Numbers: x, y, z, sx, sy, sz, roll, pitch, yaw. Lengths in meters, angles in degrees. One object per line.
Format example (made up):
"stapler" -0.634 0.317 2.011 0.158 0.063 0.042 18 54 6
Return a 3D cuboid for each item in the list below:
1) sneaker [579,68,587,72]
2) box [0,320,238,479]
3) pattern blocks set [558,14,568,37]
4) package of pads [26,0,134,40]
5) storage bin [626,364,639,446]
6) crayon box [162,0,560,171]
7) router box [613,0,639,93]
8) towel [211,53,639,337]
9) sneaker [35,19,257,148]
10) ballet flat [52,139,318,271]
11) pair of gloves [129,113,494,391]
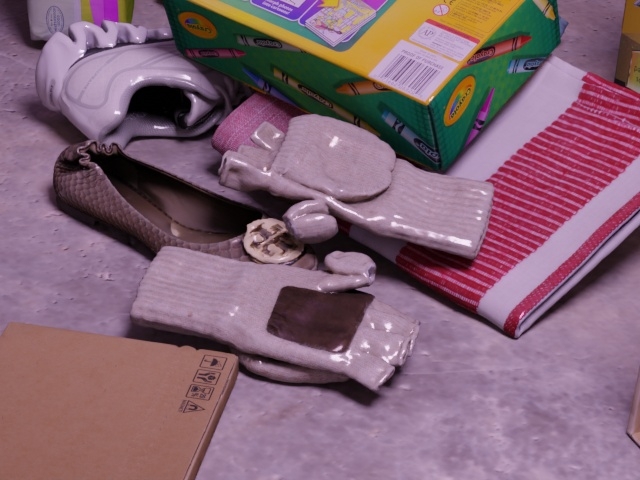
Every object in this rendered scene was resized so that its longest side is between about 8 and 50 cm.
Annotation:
"sneaker" 0.152 -0.153 1.632 0.162 0.106 0.281 3 39 -13
"box" -0.153 0.119 1.163 0.164 0.021 0.201 8 29 8
"pattern blocks set" 0.080 -0.290 1.785 0.325 0.026 0.285 33 7 39
"package of pads" -0.234 -0.339 1.774 0.101 0.229 0.296 -2 30 -5
"storage bin" 0.316 0.067 1.067 0.123 0.262 0.260 -6 30 -21
"crayon box" 0.030 -0.181 1.462 0.278 0.081 0.165 27 60 31
"router box" 0.389 -0.167 1.520 0.081 0.243 0.309 -17 34 -33
"towel" 0.104 -0.078 1.435 0.237 0.037 0.329 -41 53 -22
"sneaker" -0.093 -0.147 1.584 0.292 0.110 0.118 -20 44 -23
"ballet flat" -0.107 -0.023 1.389 0.250 0.058 0.084 24 35 32
"pair of gloves" 0.000 0.000 1.307 0.204 0.042 0.240 21 49 14
